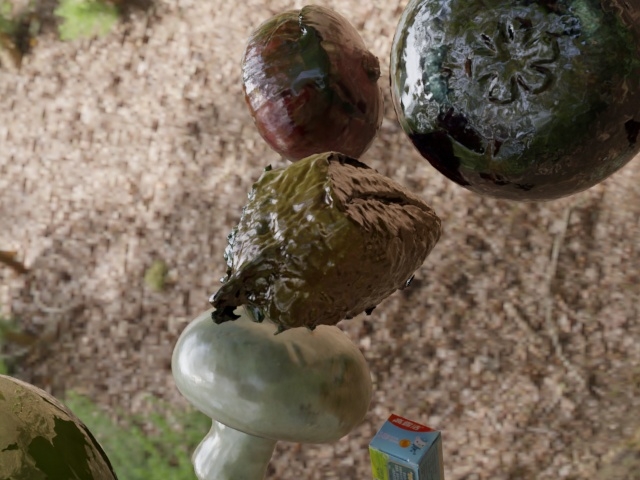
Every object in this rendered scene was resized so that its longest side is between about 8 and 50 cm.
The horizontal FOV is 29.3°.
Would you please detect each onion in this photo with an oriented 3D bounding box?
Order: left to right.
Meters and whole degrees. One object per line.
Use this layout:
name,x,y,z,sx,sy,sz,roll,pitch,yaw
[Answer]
onion,-0.003,-0.224,1.779,0.190,0.246,0.246,-20,71,27

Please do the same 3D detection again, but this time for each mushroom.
mushroom,-0.067,0.187,1.424,0.244,0.244,0.243,-6,81,42

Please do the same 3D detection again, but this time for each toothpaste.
toothpaste,0.071,0.233,1.066,0.070,0.044,0.193,17,135,28

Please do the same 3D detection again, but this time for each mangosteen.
mangosteen,0.159,-0.134,0.959,0.216,0.216,0.216,-6,81,42

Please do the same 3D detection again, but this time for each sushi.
sushi,0.001,0.000,1.037,0.149,0.287,0.140,44,110,11

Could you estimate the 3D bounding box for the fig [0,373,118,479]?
fig,-0.244,0.255,0.800,0.316,0.316,0.316,-6,81,42
